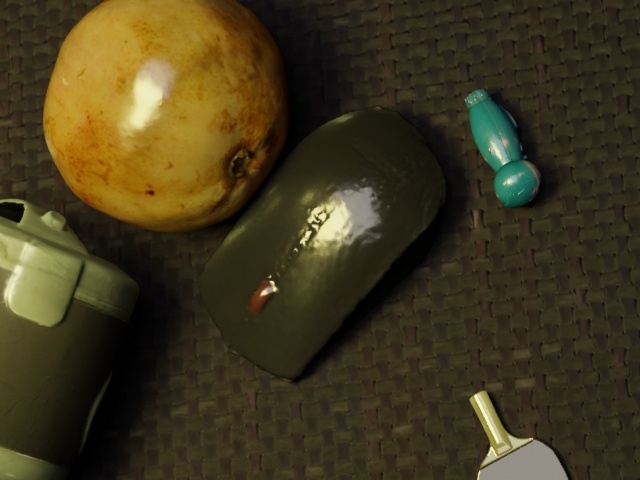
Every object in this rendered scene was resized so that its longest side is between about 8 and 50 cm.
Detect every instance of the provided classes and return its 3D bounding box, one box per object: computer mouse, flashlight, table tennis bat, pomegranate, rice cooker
[{"bbox_3d":[-0.001,-0.001,1.881,0.168,0.087,0.295,43,94,19],"label":"computer mouse"},{"bbox_3d":[0.177,-0.092,1.867,0.051,0.051,0.129,-29,69,9],"label":"flashlight"},{"bbox_3d":[0.185,0.216,1.809,0.087,0.013,0.156,-28,71,10],"label":"table tennis bat"},{"bbox_3d":[-0.168,-0.138,1.895,0.270,0.229,0.252,31,113,36],"label":"pomegranate"},{"bbox_3d":[-0.337,0.092,1.873,0.288,0.288,0.277,17,81,21],"label":"rice cooker"}]
